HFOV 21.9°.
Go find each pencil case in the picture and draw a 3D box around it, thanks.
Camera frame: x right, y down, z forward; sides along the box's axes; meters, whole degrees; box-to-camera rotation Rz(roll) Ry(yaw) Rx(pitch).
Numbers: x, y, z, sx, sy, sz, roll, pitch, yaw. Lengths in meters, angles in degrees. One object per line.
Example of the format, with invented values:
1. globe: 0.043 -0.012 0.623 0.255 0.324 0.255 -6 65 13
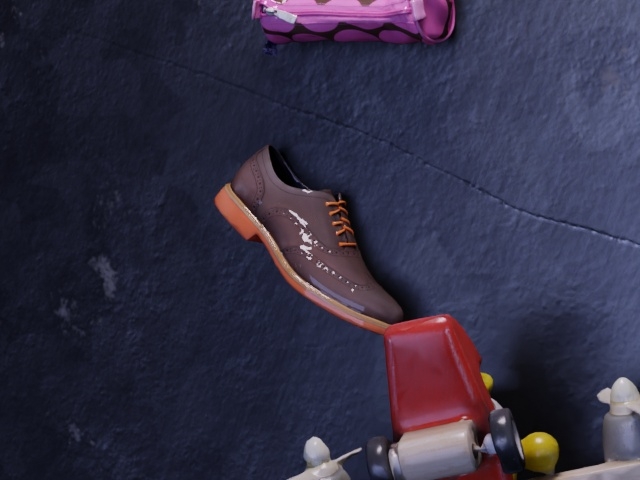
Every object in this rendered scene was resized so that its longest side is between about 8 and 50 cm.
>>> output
1. pencil case: 0.034 -0.248 1.775 0.209 0.098 0.095 2 92 28

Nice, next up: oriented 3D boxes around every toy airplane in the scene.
1. toy airplane: 0.163 0.267 1.653 0.386 0.272 0.384 25 118 -11

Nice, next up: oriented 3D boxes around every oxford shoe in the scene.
1. oxford shoe: 0.000 0.000 1.803 0.271 0.097 0.098 42 104 22
